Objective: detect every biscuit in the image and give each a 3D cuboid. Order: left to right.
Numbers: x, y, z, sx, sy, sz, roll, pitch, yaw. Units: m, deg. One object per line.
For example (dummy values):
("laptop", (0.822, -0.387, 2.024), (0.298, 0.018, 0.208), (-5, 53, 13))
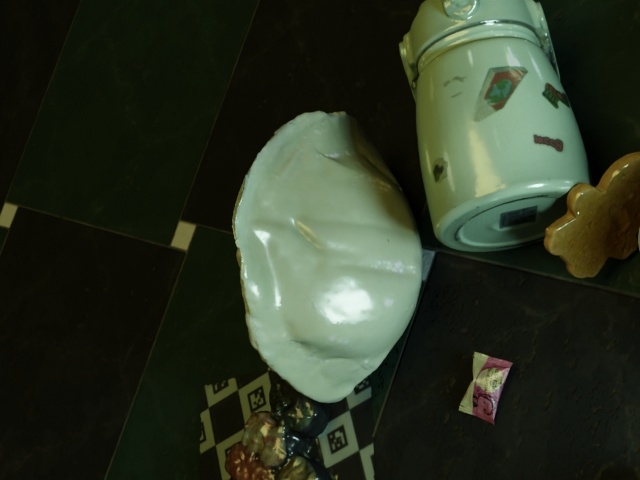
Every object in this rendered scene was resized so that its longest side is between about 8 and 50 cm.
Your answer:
("biscuit", (0.351, -0.036, 1.768), (0.184, 0.133, 0.027), (-54, 32, 11))

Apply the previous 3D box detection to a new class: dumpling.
("dumpling", (0.000, 0.000, 1.945), (0.233, 0.315, 0.395), (0, 67, 36))

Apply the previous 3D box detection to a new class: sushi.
("sushi", (-0.075, 0.311, 2.052), (0.339, 0.069, 0.320), (-18, 61, 37))

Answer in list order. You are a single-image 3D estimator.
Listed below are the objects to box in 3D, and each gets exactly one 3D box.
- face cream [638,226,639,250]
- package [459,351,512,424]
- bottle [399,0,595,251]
("face cream", (0.434, 0.004, 1.695), (0.117, 0.104, 0.117), (-19, 60, 35))
("package", (0.210, 0.188, 1.874), (0.059, 0.029, 0.083), (17, 95, 38))
("bottle", (0.214, -0.176, 1.882), (0.229, 0.229, 0.352), (-26, 64, 32))
